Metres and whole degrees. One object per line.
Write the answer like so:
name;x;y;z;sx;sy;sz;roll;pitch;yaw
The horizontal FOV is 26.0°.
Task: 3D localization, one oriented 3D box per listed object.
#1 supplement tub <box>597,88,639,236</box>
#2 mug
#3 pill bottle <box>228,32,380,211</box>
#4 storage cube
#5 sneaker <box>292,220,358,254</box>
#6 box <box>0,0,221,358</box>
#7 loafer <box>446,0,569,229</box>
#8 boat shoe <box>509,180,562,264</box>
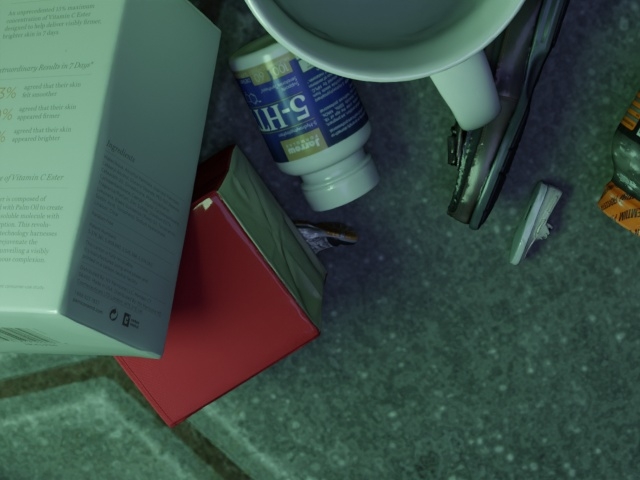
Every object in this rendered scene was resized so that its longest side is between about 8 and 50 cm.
supplement tub;0.444;-0.143;1.450;0.207;0.207;0.338;26;103;-11
mug;0.069;-0.272;1.323;0.276;0.328;0.374;-30;106;5
pill bottle;-0.010;-0.132;1.469;0.112;0.112;0.186;-25;106;3
storage cube;-0.122;0.044;1.463;0.193;0.183;0.215;-33;104;13
sneaker;0.000;0.000;1.553;0.083;0.032;0.036;7;112;4
box;-0.251;-0.075;1.323;0.215;0.168;0.345;1;72;28
loafer;0.185;-0.165;1.491;0.095;0.109;0.302;21;97;9
boat shoe;0.244;-0.016;1.562;0.035;0.035;0.100;20;97;-7
